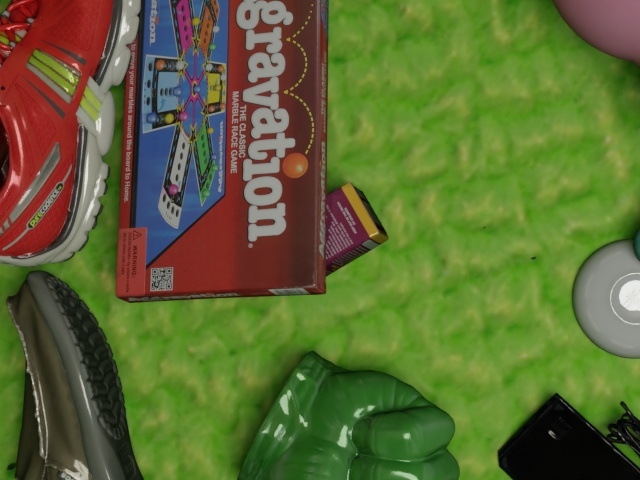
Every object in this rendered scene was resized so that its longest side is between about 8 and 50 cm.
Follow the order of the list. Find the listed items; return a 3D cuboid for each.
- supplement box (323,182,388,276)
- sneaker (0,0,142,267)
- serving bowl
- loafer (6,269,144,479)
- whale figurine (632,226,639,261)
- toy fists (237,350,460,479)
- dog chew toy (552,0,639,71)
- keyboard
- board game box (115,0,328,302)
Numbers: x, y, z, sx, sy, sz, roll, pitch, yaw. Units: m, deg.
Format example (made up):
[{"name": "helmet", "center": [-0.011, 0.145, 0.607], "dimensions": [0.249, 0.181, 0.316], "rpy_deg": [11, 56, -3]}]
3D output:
[{"name": "supplement box", "center": [0.000, 0.000, 0.896], "dimensions": [0.083, 0.055, 0.043], "rpy_deg": [-31, 82, 6]}, {"name": "sneaker", "center": [-0.202, -0.122, 0.885], "dimensions": [0.107, 0.118, 0.279], "rpy_deg": [2, 86, 46]}, {"name": "serving bowl", "center": [0.215, 0.040, 0.873], "dimensions": [0.083, 0.027, 0.083], "rpy_deg": [0, 88, 8]}, {"name": "loafer", "center": [-0.181, 0.145, 0.898], "dimensions": [0.087, 0.094, 0.251], "rpy_deg": [-18, 85, 4]}, {"name": "whale figurine", "center": [0.337, -0.015, 0.794], "dimensions": [0.272, 0.141, 0.216], "rpy_deg": [13, 78, 18]}, {"name": "toy fists", "center": [-0.008, 0.219, 0.867], "dimensions": [0.142, 0.096, 0.279], "rpy_deg": [28, 91, 8]}, {"name": "dog chew toy", "center": [0.216, -0.205, 0.791], "dimensions": [0.206, 0.206, 0.332], "rpy_deg": [-26, 82, 7]}, {"name": "keyboard", "center": [0.221, 0.180, 0.871], "dimensions": [0.192, 0.038, 0.100], "rpy_deg": [43, 117, 7]}, {"name": "board game box", "center": [-0.066, -0.099, 0.892], "dimensions": [0.145, 0.027, 0.281], "rpy_deg": [-3, 76, 14]}]
